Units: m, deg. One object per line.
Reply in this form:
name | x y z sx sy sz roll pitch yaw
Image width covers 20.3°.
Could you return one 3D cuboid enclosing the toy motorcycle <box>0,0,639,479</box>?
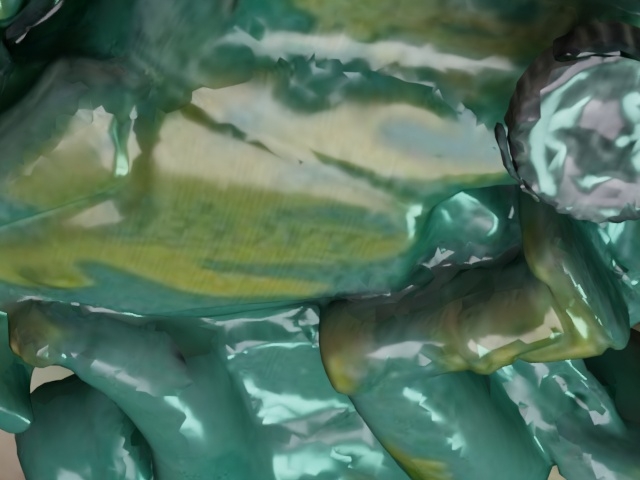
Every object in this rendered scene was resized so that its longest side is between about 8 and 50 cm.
toy motorcycle | 0.002 0.001 0.395 0.297 0.109 0.198 14 124 -6
